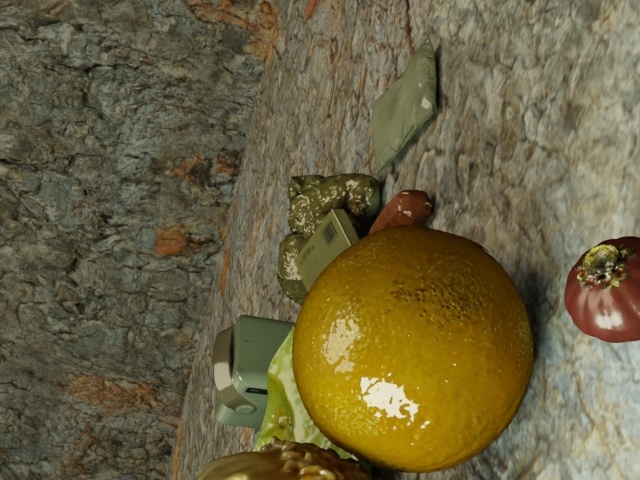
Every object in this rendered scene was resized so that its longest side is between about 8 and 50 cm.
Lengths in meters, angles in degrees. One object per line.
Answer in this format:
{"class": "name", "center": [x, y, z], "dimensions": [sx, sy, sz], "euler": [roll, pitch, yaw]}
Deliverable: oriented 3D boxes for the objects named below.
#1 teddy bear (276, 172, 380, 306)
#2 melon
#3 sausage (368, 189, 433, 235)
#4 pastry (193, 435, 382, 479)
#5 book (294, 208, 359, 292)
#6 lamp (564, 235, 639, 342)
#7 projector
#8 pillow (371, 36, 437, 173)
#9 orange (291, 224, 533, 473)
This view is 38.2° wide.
{"class": "teddy bear", "center": [0.000, 0.000, 1.728], "dimensions": [0.267, 0.156, 0.256], "euler": [166, 112, -73]}
{"class": "melon", "center": [-0.014, 0.316, 1.446], "dimensions": [0.331, 0.226, 0.344], "euler": [-97, 33, -79]}
{"class": "sausage", "center": [0.125, -0.030, 1.441], "dimensions": [0.169, 0.065, 0.065], "euler": [121, 155, -59]}
{"class": "pastry", "center": [0.020, 0.390, 0.978], "dimensions": [0.410, 0.245, 0.409], "euler": [54, 172, 11]}
{"class": "book", "center": [0.039, 0.082, 1.539], "dimensions": [0.161, 0.026, 0.231], "euler": [-52, 52, 43]}
{"class": "lamp", "center": [0.261, 0.043, 0.798], "dimensions": [0.101, 0.090, 0.101], "euler": [-31, 31, 22]}
{"class": "projector", "center": [-0.088, 0.248, 1.705], "dimensions": [0.177, 0.242, 0.163], "euler": [117, 156, -45]}
{"class": "pillow", "center": [0.140, -0.225, 1.562], "dimensions": [0.230, 0.050, 0.148], "euler": [127, 144, -61]}
{"class": "orange", "center": [0.101, 0.117, 1.020], "dimensions": [0.274, 0.274, 0.274], "euler": [-169, 90, -76]}
